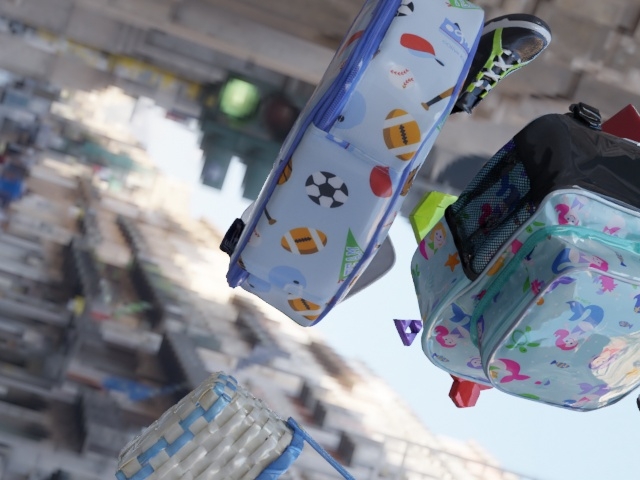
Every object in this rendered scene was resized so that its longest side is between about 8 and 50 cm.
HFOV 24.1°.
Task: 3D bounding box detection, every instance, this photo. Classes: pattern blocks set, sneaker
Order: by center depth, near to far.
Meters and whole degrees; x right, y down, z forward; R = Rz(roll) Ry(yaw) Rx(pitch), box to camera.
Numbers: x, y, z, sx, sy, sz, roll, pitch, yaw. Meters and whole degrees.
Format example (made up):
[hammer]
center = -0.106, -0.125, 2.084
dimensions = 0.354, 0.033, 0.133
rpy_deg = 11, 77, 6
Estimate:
[sneaker]
center = 0.206, -0.207, 1.952
dimensions = 0.234, 0.084, 0.097
rpy_deg = -27, -129, 38
[pattern blocks set]
center = 0.229, 0.041, 2.106
dimensions = 0.325, 0.285, 0.026
rpy_deg = -45, -160, -18

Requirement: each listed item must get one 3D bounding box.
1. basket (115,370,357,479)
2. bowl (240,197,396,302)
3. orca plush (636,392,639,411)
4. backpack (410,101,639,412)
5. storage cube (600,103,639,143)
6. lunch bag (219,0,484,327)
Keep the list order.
[basket]
center = -0.101, 0.326, 1.932
dimensions = 0.254, 0.289, 0.201
rpy_deg = -39, -179, 1
[bowl]
center = 0.000, 0.000, 1.578
dimensions = 0.142, 0.142, 0.053
rpy_deg = -30, 171, 8
[orca plush]
center = 0.613, 0.227, 2.224
dimensions = 0.151, 0.287, 0.102
rpy_deg = 50, -16, 51
[backpack]
center = 0.206, 0.037, 1.309
dimensions = 0.253, 0.225, 0.191
rpy_deg = -45, -141, 41
[storage cube]
center = 0.463, -0.048, 2.252
dimensions = 0.193, 0.183, 0.215
rpy_deg = -37, -142, 15
[lunch bag]
center = 0.025, -0.082, 1.315
dimensions = 0.303, 0.115, 0.243
rpy_deg = -56, -172, 42
